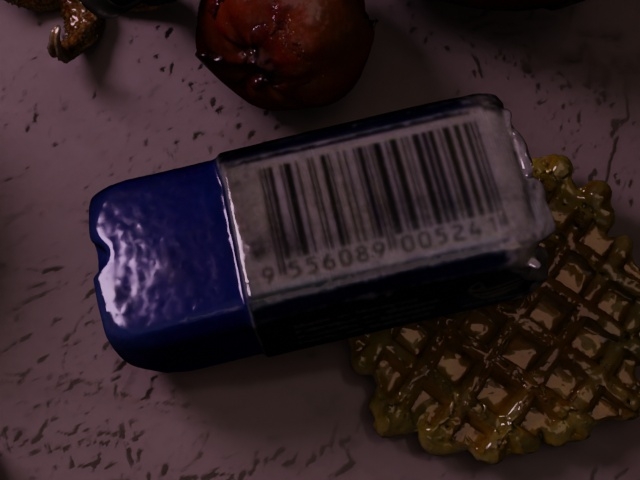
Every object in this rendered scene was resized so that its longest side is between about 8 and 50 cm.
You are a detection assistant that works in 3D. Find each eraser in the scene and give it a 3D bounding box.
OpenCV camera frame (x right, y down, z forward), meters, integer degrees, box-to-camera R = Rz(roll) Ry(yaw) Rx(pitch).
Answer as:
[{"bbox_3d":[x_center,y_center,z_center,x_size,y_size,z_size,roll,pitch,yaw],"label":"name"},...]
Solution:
[{"bbox_3d":[0.000,0.000,0.805,0.332,0.101,0.155,-14,64,1],"label":"eraser"}]

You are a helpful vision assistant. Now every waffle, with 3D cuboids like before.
[{"bbox_3d":[0.144,0.047,0.871,0.291,0.051,0.291,1,73,-4],"label":"waffle"}]

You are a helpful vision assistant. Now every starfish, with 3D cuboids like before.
[{"bbox_3d":[-0.227,-0.242,0.902,0.146,0.074,0.190,-30,79,-18],"label":"starfish"}]

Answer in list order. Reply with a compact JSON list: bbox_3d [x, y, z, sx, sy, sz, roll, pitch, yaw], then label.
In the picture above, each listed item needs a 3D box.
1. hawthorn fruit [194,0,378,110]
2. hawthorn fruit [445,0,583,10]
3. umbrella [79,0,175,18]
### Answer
[{"bbox_3d":[-0.020,-0.190,0.885,0.148,0.148,0.172,26,54,1],"label":"hawthorn fruit"},{"bbox_3d":[0.128,-0.342,0.869,0.325,0.308,0.308,-9,74,-10],"label":"hawthorn fruit"},{"bbox_3d":[-0.123,-0.221,0.860,0.071,0.071,0.248,30,38,3],"label":"umbrella"}]
